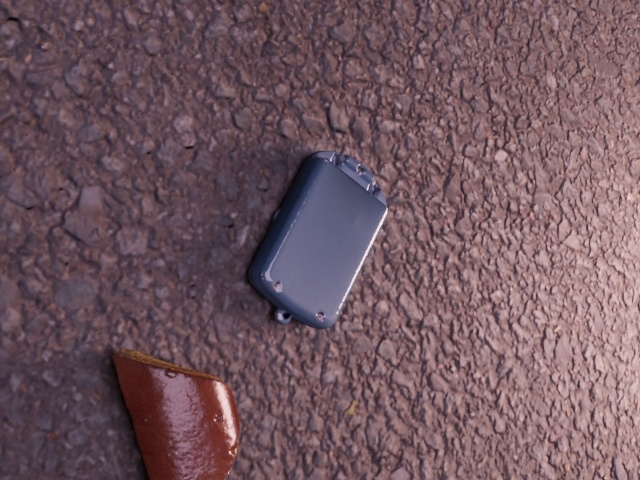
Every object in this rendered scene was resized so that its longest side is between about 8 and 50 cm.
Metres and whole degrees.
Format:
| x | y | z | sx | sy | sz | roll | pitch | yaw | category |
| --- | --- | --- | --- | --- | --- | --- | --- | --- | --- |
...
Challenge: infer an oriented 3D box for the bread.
| x | y | z | sx | sy | sz | roll | pitch | yaw | category |
| --- | --- | --- | --- | --- | --- | --- | --- | --- | --- |
| -0.129 | 0.183 | 0.892 | 0.119 | 0.067 | 0.193 | -20 | 99 | -33 | bread |

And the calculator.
| x | y | z | sx | sy | sz | roll | pitch | yaw | category |
| --- | --- | --- | --- | --- | --- | --- | --- | --- | --- |
| 0.000 | 0.000 | 1.007 | 0.121 | 0.039 | 0.210 | 35 | 69 | -26 | calculator |
